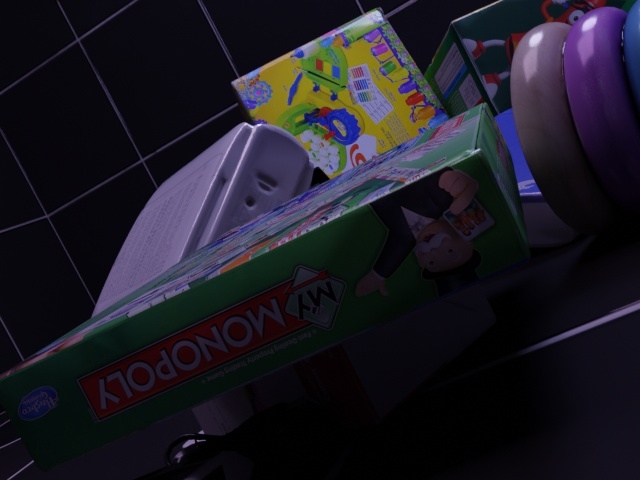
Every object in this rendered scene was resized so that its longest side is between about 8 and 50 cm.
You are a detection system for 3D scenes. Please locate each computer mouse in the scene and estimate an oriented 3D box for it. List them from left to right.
[{"bbox_3d":[-0.062,0.119,0.370,0.106,0.042,0.193,-21,0,22],"label":"computer mouse"}]

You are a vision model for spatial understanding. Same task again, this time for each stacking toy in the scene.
[{"bbox_3d":[0.279,-0.106,0.483,0.330,0.141,0.141,-16,9,36],"label":"stacking toy"}]

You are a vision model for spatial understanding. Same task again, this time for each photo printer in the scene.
[{"bbox_3d":[-0.147,0.029,0.969,0.307,0.107,0.256,-24,41,56],"label":"photo printer"}]

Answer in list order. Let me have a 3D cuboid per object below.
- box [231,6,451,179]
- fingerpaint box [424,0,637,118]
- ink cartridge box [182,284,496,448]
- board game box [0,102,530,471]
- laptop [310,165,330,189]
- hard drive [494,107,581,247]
[{"bbox_3d":[0.047,-0.176,1.472,0.279,0.290,0.177,-27,-17,-5],"label":"box"},{"bbox_3d":[0.367,-0.280,1.430,0.371,0.163,0.445,-25,-5,-6],"label":"fingerpaint box"},{"bbox_3d":[-0.010,0.063,0.528,0.115,0.067,0.198,-31,5,-41],"label":"ink cartridge box"},{"bbox_3d":[0.000,0.000,0.474,0.213,0.046,0.317,-25,6,15],"label":"board game box"},{"bbox_3d":[-0.025,-0.013,1.228,0.234,0.137,0.264,-26,4,23],"label":"laptop"},{"bbox_3d":[0.184,-0.069,0.777,0.210,0.040,0.318,-1,20,40],"label":"hard drive"}]
